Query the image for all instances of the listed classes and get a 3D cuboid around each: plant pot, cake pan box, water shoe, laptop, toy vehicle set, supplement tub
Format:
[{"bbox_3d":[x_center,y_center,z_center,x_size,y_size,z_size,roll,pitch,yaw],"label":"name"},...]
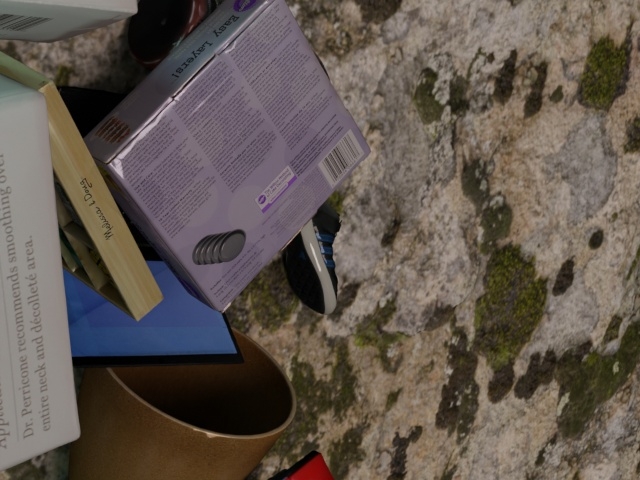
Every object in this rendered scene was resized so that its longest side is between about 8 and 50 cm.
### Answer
[{"bbox_3d":[-0.187,0.239,1.597,0.237,0.237,0.254,4,122,-43],"label":"plant pot"},{"bbox_3d":[-0.088,-0.098,1.477,0.267,0.070,0.246,-48,136,-14],"label":"cake pan box"},{"bbox_3d":[0.000,0.000,1.745,0.080,0.073,0.203,-36,130,-28],"label":"water shoe"},{"bbox_3d":[-0.180,-0.012,1.530,0.234,0.136,0.264,3,106,-44],"label":"laptop"},{"bbox_3d":[-0.248,-0.058,1.303,0.035,0.166,0.267,-41,133,-21],"label":"toy vehicle set"},{"bbox_3d":[-0.105,-0.200,1.535,0.198,0.106,0.106,26,91,-46],"label":"supplement tub"}]

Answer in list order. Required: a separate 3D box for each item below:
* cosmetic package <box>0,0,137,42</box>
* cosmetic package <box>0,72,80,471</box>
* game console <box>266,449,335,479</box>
[{"bbox_3d":[-0.277,-0.362,1.186,0.197,0.155,0.365,-1,86,-41],"label":"cosmetic package"},{"bbox_3d":[-0.456,0.033,1.164,0.393,0.327,0.329,-19,120,-36],"label":"cosmetic package"},{"bbox_3d":[-0.171,0.385,1.633,0.386,0.342,0.060,-34,88,-25],"label":"game console"}]
